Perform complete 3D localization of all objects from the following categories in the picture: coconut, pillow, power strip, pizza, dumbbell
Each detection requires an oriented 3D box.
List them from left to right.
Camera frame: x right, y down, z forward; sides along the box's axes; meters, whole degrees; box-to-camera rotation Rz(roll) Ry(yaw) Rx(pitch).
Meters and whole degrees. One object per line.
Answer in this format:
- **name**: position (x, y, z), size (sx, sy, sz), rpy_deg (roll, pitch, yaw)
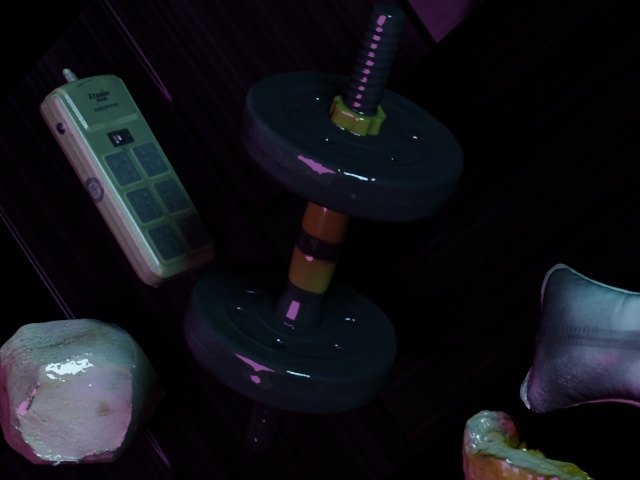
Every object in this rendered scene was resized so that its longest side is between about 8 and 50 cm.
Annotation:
- **coconut**: position (-0.172, 0.111, 1.399), size (0.110, 0.124, 0.110), rpy_deg (176, 90, -74)
- **power strip**: position (-0.136, -0.050, 1.344), size (0.028, 0.076, 0.169), rpy_deg (-35, 84, 36)
- **dumbbell**: position (0.000, 0.000, 1.220), size (0.143, 0.143, 0.325), rpy_deg (31, 121, 24)
- **pizza**: position (0.171, 0.226, 1.223), size (0.271, 0.056, 0.134), rpy_deg (53, 129, 12)
- **pillow**: position (0.186, 0.063, 1.161), size (0.135, 0.055, 0.091), rpy_deg (6, 105, 33)
